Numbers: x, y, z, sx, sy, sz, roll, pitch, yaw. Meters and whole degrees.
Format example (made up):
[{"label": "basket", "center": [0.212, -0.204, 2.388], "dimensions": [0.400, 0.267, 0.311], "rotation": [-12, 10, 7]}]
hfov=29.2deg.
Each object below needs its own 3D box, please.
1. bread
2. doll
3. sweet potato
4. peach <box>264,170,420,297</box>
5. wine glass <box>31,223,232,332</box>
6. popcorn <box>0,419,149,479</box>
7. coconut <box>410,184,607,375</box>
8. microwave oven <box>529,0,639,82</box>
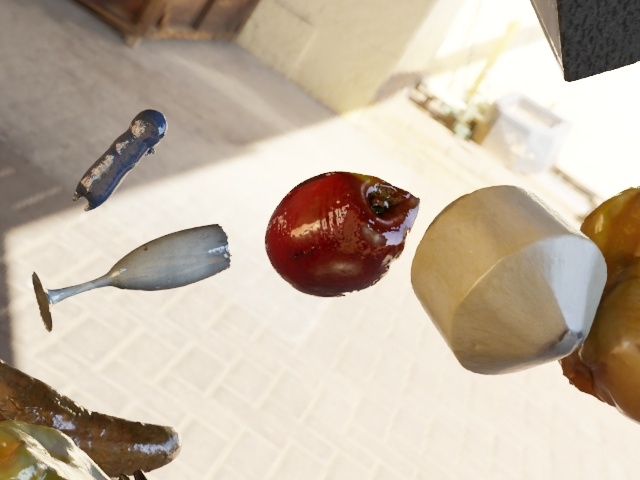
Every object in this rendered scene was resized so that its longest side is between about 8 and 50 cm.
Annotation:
[{"label": "bread", "center": [0.490, 0.091, 1.515], "dimensions": [0.394, 0.361, 0.250], "rotation": [17, -28, 14]}, {"label": "doll", "center": [-0.201, -0.081, 1.235], "dimensions": [0.037, 0.125, 0.027], "rotation": [42, 0, 5]}, {"label": "sweet potato", "center": [-0.341, 0.240, 1.591], "dimensions": [0.341, 0.114, 0.092], "rotation": [26, -30, -19]}, {"label": "peach", "center": [-0.003, -0.004, 1.802], "dimensions": [0.154, 0.159, 0.267], "rotation": [35, -31, -32]}, {"label": "wine glass", "center": [-0.185, 0.034, 1.235], "dimensions": [0.198, 0.066, 0.066], "rotation": [-16, 37, -23]}, {"label": "popcorn", "center": [-0.281, 0.317, 1.207], "dimensions": [0.297, 0.281, 0.316], "rotation": [41, -17, 27]}, {"label": "coconut", "center": [0.217, 0.053, 1.386], "dimensions": [0.202, 0.202, 0.222], "rotation": [24, 21, -37]}, {"label": "microwave oven", "center": [0.448, -0.432, 1.443], "dimensions": [0.374, 0.432, 0.236], "rotation": [68, 7, -51]}]
